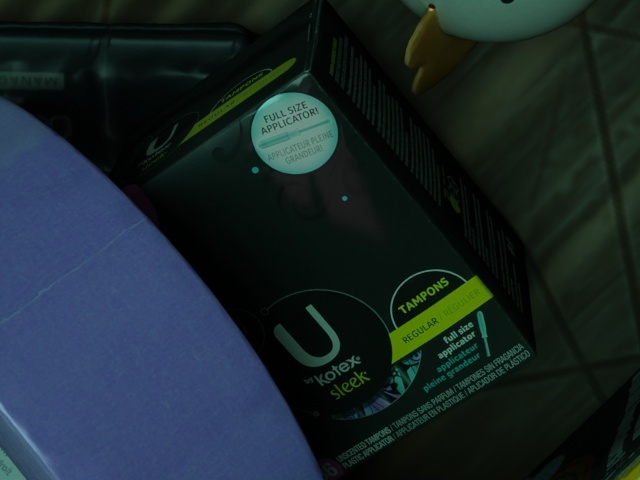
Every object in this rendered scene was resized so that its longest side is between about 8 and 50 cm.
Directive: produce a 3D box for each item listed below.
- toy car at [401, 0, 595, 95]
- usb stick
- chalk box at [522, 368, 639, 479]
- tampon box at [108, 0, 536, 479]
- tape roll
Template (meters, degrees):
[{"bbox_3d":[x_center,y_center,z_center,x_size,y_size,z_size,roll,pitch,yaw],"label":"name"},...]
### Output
[{"bbox_3d":[0.071,-0.158,0.588,0.219,0.210,0.237,24,118,21],"label":"toy car"},{"bbox_3d":[-0.155,-0.071,0.735,0.278,0.045,0.077,3,108,15],"label":"usb stick"},{"bbox_3d":[0.197,0.125,0.602,0.179,0.180,0.289,44,109,5],"label":"chalk box"},{"bbox_3d":[0.000,0.000,0.649,0.120,0.101,0.161,-34,110,19],"label":"tampon box"},{"bbox_3d":[-0.120,0.069,0.636,0.090,0.275,0.275,-39,87,-24],"label":"tape roll"}]
